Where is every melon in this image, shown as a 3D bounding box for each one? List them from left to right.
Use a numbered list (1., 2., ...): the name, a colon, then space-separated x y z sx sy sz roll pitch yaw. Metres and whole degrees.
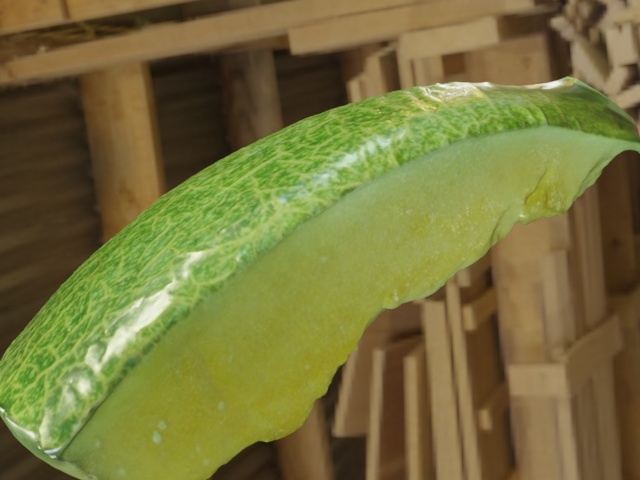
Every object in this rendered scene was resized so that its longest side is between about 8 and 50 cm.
1. melon: 0.000 0.000 0.602 0.124 0.323 0.196 54 172 -11
